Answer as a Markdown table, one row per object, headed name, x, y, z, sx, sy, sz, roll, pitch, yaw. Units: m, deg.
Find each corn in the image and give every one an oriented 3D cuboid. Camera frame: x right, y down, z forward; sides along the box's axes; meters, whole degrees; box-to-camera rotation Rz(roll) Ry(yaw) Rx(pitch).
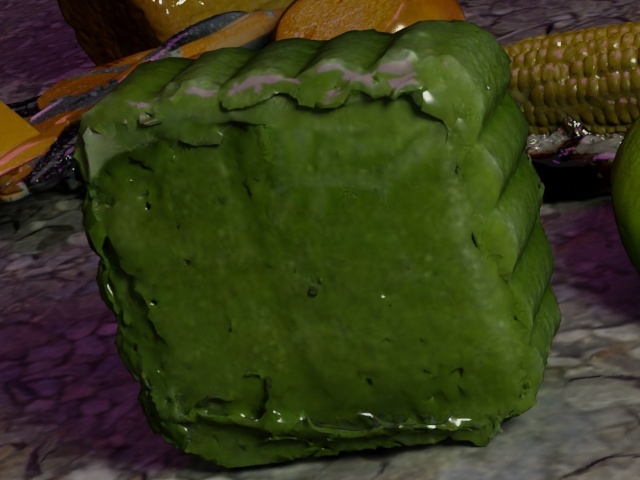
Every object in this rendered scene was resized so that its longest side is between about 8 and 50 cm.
| name | x | y | z | sx | sy | sz | roll | pitch | yaw |
| --- | --- | --- | --- | --- | --- | --- | --- | --- | --- |
| corn | 0.230 | -0.099 | 1.173 | 0.319 | 0.097 | 0.097 | -3 | 23 | 32 |

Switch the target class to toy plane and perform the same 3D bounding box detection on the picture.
| name | x | y | z | sx | sy | sz | roll | pitch | yaw |
| --- | --- | --- | --- | --- | --- | --- | --- | --- | --- |
| toy plane | -0.141 | -0.104 | 1.445 | 0.316 | 0.103 | 0.204 | -19 | 22 | -32 |

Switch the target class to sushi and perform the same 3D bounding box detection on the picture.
| name | x | y | z | sx | sy | sz | roll | pitch | yaw |
| --- | --- | --- | --- | --- | --- | --- | --- | --- | --- |
| sushi | 0.157 | -0.049 | 1.159 | 0.083 | 0.044 | 0.046 | -5 | 22 | 30 |

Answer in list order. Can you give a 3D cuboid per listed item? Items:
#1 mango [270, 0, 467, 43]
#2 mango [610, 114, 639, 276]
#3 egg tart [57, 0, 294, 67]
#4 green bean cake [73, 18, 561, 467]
| name | x | y | z | sx | sy | sz | roll | pitch | yaw |
| --- | --- | --- | --- | --- | --- | --- | --- | --- | --- |
| mango | 0.031 | -0.142 | 1.415 | 0.141 | 0.102 | 0.217 | -42 | 26 | -10 |
| mango | 0.211 | -0.023 | 0.981 | 0.119 | 0.100 | 0.178 | -8 | 29 | 11 |
| egg tart | -0.112 | -0.220 | 1.586 | 0.171 | 0.215 | 0.215 | -42 | 31 | -28 |
| green bean cake | 0.000 | 0.000 | 0.918 | 0.214 | 0.200 | 0.113 | -10 | 20 | 15 |
